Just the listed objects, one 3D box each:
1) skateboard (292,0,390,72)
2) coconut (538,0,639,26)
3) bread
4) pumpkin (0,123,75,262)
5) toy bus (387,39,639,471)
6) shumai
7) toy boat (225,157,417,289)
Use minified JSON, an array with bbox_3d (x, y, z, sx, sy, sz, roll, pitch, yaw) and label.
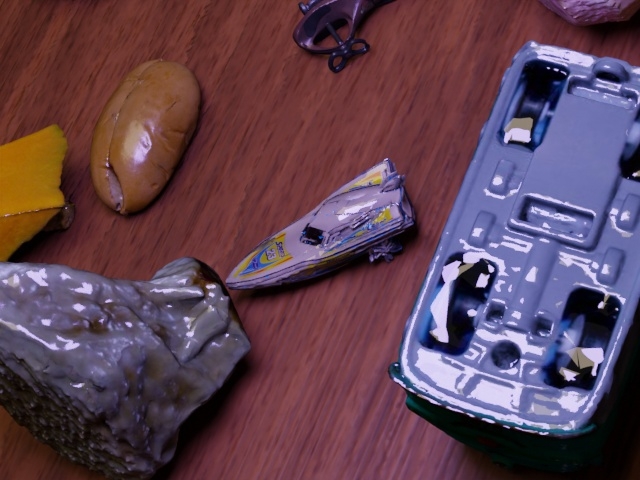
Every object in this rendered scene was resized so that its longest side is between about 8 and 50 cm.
[{"bbox_3d":[0.041,-0.241,1.792,0.151,0.067,0.080,-37,59,11],"label":"skateboard"},{"bbox_3d":[0.267,-0.343,1.616,0.245,0.233,0.233,-47,49,4],"label":"coconut"},{"bbox_3d":[-0.192,-0.120,1.829,0.114,0.077,0.189,4,59,27],"label":"bread"},{"bbox_3d":[-0.375,-0.016,1.843,0.248,0.126,0.131,-15,43,-3],"label":"pumpkin"},{"bbox_3d":[0.195,0.026,1.423,0.184,0.199,0.343,18,69,17],"label":"toy bus"},{"bbox_3d":[-0.214,0.079,1.614,0.225,0.261,0.222,-19,37,61],"label":"shumai"},{"bbox_3d":[0.000,0.000,1.644,0.210,0.066,0.084,-27,49,13],"label":"toy boat"}]
